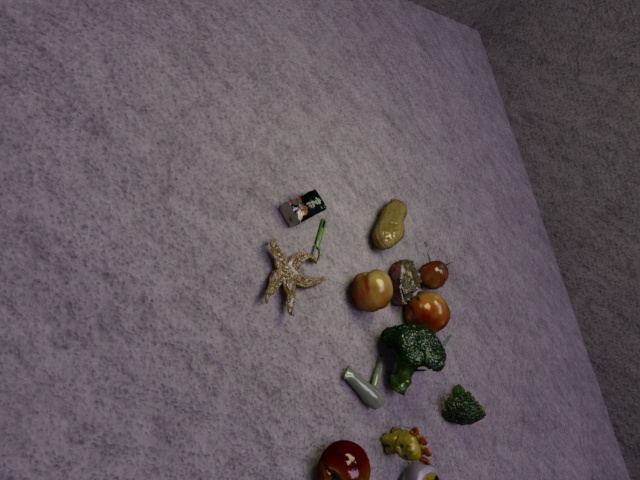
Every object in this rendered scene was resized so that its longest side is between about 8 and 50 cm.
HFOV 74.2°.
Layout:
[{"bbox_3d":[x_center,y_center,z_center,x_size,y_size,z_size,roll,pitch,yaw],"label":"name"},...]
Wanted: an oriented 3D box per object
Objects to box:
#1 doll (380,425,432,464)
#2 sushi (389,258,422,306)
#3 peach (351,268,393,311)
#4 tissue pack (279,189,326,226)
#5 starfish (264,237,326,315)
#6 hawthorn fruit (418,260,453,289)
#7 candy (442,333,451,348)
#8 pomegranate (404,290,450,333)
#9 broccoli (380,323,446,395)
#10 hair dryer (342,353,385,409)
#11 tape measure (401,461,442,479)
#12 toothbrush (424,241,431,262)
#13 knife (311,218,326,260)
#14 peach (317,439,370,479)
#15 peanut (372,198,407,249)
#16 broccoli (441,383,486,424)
[{"bbox_3d":[0.345,0.800,1.661,0.135,0.221,0.142,-9,77,-37],"label":"doll"},{"bbox_3d":[0.384,0.186,1.987,0.241,0.107,0.161,-40,97,-40],"label":"sushi"},{"bbox_3d":[0.220,0.214,1.793,0.184,0.184,0.184,15,66,-35],"label":"peach"},{"bbox_3d":[-0.069,-0.133,1.733,0.170,0.090,0.103,-33,93,-42],"label":"tissue pack"},{"bbox_3d":[-0.116,0.145,1.618,0.299,0.060,0.302,43,49,-25],"label":"starfish"},{"bbox_3d":[0.575,0.155,2.114,0.149,0.189,0.149,32,13,-8],"label":"hawthorn fruit"},{"bbox_3d":[0.614,0.523,2.097,0.201,0.060,0.060,-36,99,-48],"label":"candy"},{"bbox_3d":[0.499,0.335,1.959,0.209,0.209,0.209,15,66,-35],"label":"pomegranate"},{"bbox_3d":[0.375,0.487,1.799,0.298,0.297,0.297,30,92,-28],"label":"broccoli"},{"bbox_3d":[0.204,0.543,1.750,0.206,0.075,0.237,48,43,-8],"label":"hair dryer"},{"bbox_3d":[0.416,1.004,1.727,0.196,0.105,0.178,49,58,-13],"label":"tape measure"},{"bbox_3d":[0.577,0.086,2.238,0.011,0.014,0.167,-2,76,-49],"label":"toothbrush"},{"bbox_3d":[0.000,0.000,1.794,0.054,0.015,0.212,31,57,-28],"label":"knife"},{"bbox_3d":[0.084,0.793,1.478,0.197,0.197,0.197,15,66,-35],"label":"peach"},{"bbox_3d":[0.338,-0.073,2.026,0.147,0.148,0.318,44,47,-19],"label":"peanut"},{"bbox_3d":[0.673,0.762,1.997,0.220,0.194,0.194,25,57,-4],"label":"broccoli"}]
